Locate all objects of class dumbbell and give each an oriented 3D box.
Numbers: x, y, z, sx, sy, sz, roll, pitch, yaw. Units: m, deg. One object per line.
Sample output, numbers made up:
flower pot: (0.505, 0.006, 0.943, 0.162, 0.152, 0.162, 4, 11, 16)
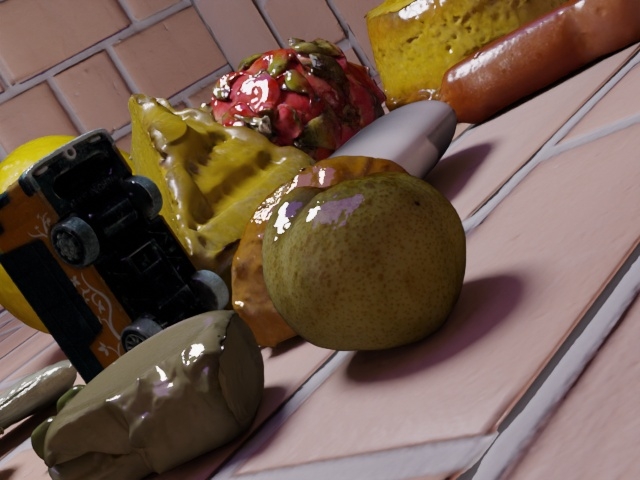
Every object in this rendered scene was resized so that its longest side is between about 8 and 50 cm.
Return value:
dumbbell: (-0.273, 0.196, 1.163, 0.052, 0.046, 0.118, -36, 9, 9)

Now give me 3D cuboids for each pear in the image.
pear: (0.036, 0.015, 0.854, 0.167, 0.136, 0.167, -15, 4, 1)

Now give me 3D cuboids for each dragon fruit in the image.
dragon fruit: (-0.056, -0.168, 1.636, 0.291, 0.250, 0.269, -20, 1, -43)

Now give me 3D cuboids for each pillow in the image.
pillow: (-0.411, 0.226, 1.377, 0.230, 0.050, 0.148, -34, -2, -23)

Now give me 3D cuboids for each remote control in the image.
remote control: (0.060, -0.080, 1.340, 0.221, 0.103, 0.332, -33, 8, 34)

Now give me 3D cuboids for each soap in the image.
soap: (-0.198, -0.048, 1.377, 0.338, 0.304, 0.169, -46, -26, -58)

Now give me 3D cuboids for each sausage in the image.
sausage: (0.323, -0.272, 1.521, 0.348, 0.097, 0.094, -27, 18, 23)

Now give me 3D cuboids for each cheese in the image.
cheese: (-0.139, 0.142, 0.902, 0.203, 0.091, 0.175, -32, 10, 9)

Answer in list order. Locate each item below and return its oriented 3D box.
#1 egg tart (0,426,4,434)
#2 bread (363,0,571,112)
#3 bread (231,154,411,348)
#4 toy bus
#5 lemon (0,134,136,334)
egg tart: (-0.459, 0.279, 1.172, 0.252, 0.098, 0.232, -28, -9, 3)
bread: (0.251, -0.349, 1.789, 0.398, 0.215, 0.398, -26, 14, 7)
bread: (0.000, 0.000, 1.077, 0.229, 0.139, 0.143, -32, 2, -10)
toy bus: (-0.232, 0.035, 1.166, 0.167, 0.275, 0.138, -24, 12, 43)
lemon: (-0.400, -0.011, 1.743, 0.348, 0.348, 0.348, -31, 10, 6)
